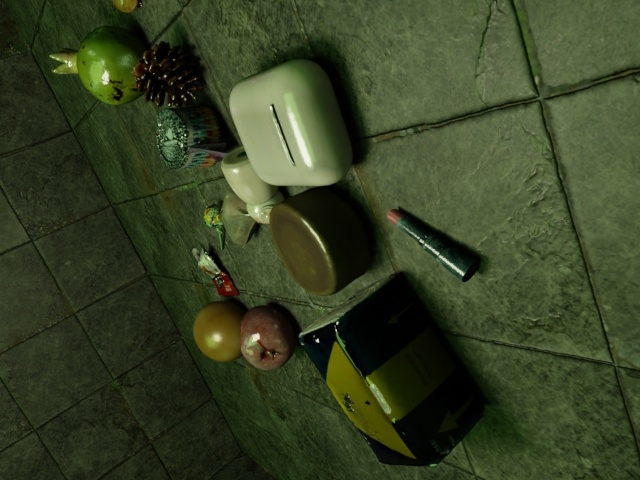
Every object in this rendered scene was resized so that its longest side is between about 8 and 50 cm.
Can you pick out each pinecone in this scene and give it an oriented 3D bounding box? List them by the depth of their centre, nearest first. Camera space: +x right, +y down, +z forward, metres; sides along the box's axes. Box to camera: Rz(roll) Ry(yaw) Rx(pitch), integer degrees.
[{"bbox_3d":[-0.455,-0.491,1.564,0.207,0.207,0.208,37,144,33],"label":"pinecone"}]

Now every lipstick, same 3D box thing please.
[{"bbox_3d":[0.232,0.003,1.120,0.234,0.053,0.053,39,145,33],"label":"lipstick"}]

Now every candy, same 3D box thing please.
[{"bbox_3d":[-0.399,-0.036,2.013,0.083,0.091,0.305,45,154,19],"label":"candy"}]

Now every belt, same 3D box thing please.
[{"bbox_3d":[-0.414,-0.337,1.677,0.295,0.160,0.207,0,99,55],"label":"belt"}]

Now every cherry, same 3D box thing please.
[{"bbox_3d":[-0.199,0.368,1.945,0.285,0.212,0.236,-129,49,-60],"label":"cherry"}]

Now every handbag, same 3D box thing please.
[{"bbox_3d":[-0.273,-0.096,1.729,0.183,0.117,0.270,61,152,13],"label":"handbag"}]

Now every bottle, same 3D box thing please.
[{"bbox_3d":[-0.181,-0.152,1.513,0.147,0.147,0.237,20,140,47],"label":"bottle"}]

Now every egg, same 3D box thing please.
[{"bbox_3d":[-0.431,0.392,2.273,0.322,0.250,0.250,34,144,54],"label":"egg"}]

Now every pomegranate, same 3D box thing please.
[{"bbox_3d":[-0.746,-0.600,1.785,0.260,0.340,0.261,177,90,-82],"label":"pomegranate"}]

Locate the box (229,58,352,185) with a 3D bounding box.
[{"bbox_3d":[-0.079,-0.269,1.244,0.349,0.141,0.289,8,123,53],"label":"box"}]

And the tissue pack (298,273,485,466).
[{"bbox_3d":[0.175,0.334,1.311,0.417,0.253,0.264,56,150,2],"label":"tissue pack"}]

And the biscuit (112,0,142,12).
[{"bbox_3d":[-0.643,-0.840,1.665,0.203,0.041,0.260,60,149,-3],"label":"biscuit"}]

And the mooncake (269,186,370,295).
[{"bbox_3d":[0.000,0.000,1.360,0.284,0.155,0.284,38,147,31],"label":"mooncake"}]

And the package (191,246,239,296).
[{"bbox_3d":[-0.470,0.137,2.291,0.269,0.071,0.194,55,155,-20],"label":"package"}]
